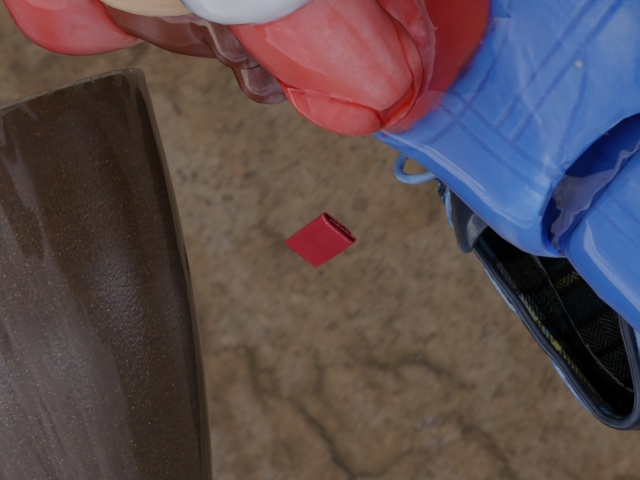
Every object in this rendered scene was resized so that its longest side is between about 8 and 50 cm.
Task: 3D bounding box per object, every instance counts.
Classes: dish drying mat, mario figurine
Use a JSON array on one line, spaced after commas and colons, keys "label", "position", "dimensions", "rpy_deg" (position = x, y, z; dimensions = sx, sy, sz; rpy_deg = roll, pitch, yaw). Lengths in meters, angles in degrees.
[{"label": "dish drying mat", "position": [0.000, 0.000, 1.243], "dimensions": [0.032, 0.008, 0.083], "rpy_deg": [38, 158, -7]}, {"label": "mario figurine", "position": [0.050, -0.075, 0.414], "dimensions": [0.320, 0.198, 0.170], "rpy_deg": [35, 78, 3]}]

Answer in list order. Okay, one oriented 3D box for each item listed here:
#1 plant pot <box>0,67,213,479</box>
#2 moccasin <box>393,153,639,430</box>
[{"label": "plant pot", "position": [-0.146, 0.059, 0.877], "dimensions": [0.215, 0.215, 0.230], "rpy_deg": [-21, 93, 29]}, {"label": "moccasin", "position": [0.143, -0.035, 1.108], "dimensions": [0.137, 0.117, 0.342], "rpy_deg": [-41, 83, 35]}]
